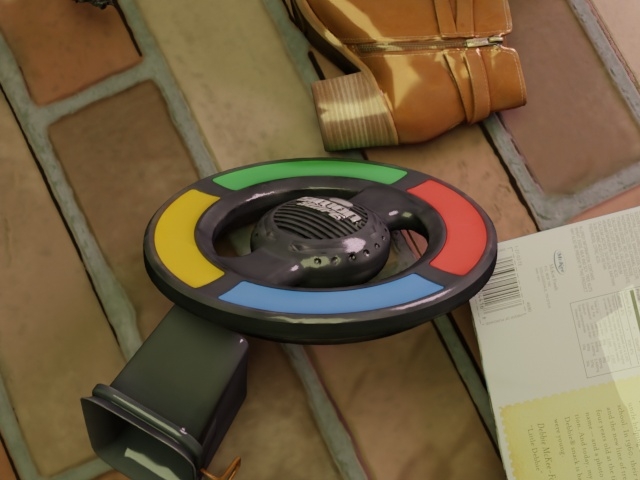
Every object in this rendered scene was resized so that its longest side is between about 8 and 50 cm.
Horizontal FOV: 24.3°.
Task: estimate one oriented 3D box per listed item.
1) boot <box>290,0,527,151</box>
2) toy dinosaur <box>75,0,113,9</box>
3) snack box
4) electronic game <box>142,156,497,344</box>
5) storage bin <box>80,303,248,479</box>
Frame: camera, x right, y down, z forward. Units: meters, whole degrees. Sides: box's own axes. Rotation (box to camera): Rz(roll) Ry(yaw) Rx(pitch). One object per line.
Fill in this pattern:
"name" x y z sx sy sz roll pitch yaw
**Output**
"boot" 0.058 -0.165 1.066 0.152 0.073 0.197 -12 86 0
"toy dinosaur" -0.162 -0.230 1.099 0.268 0.064 0.118 -34 69 -5
"snack box" 0.214 0.141 0.952 0.187 0.060 0.322 -15 73 15
"electronic game" 0.000 0.000 0.964 0.229 0.229 0.048 1 117 2
"storage bin" -0.087 0.108 0.963 0.098 0.135 0.091 29 67 10
